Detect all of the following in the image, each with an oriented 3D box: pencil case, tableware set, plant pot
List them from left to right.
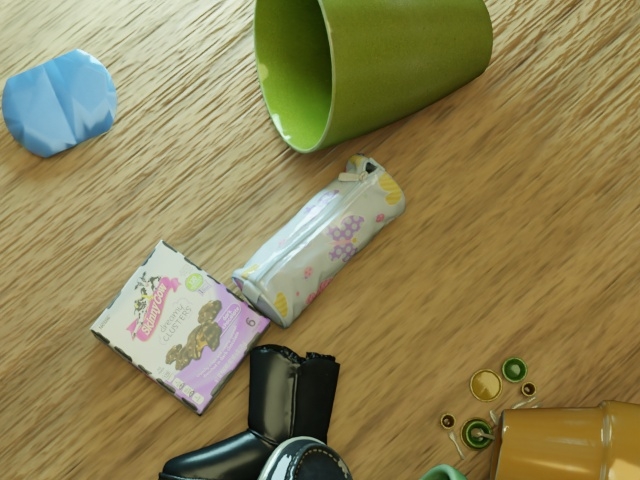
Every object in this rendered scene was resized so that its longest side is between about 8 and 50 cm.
[{"bbox_3d":[0.000,0.000,1.654,0.113,0.124,0.273,44,79,6],"label":"pencil case"},{"bbox_3d":[0.089,-0.283,1.677,0.293,0.275,0.275,-11,78,-23],"label":"plant pot"},{"bbox_3d":[0.244,0.238,1.667,0.154,0.024,0.104,-27,80,-9],"label":"tableware set"},{"bbox_3d":[0.330,0.307,1.571,0.188,0.205,0.205,10,77,5],"label":"plant pot"}]

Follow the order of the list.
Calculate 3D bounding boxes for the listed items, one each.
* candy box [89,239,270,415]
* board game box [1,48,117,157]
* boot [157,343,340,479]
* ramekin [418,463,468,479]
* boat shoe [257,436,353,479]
[{"bbox_3d":[-0.197,0.124,1.637,0.196,0.070,0.165,36,77,4],"label":"candy box"},{"bbox_3d":[-0.383,-0.199,1.720,0.168,0.033,0.133,-25,85,-4],"label":"board game box"},{"bbox_3d":[-0.097,0.247,1.603,0.246,0.094,0.207,4,80,-10],"label":"boot"},{"bbox_3d":[0.166,0.455,1.478,0.148,0.303,0.303,25,77,-6],"label":"ramekin"},{"bbox_3d":[0.017,0.414,1.357,0.187,0.500,0.156,31,119,-21],"label":"boat shoe"}]
